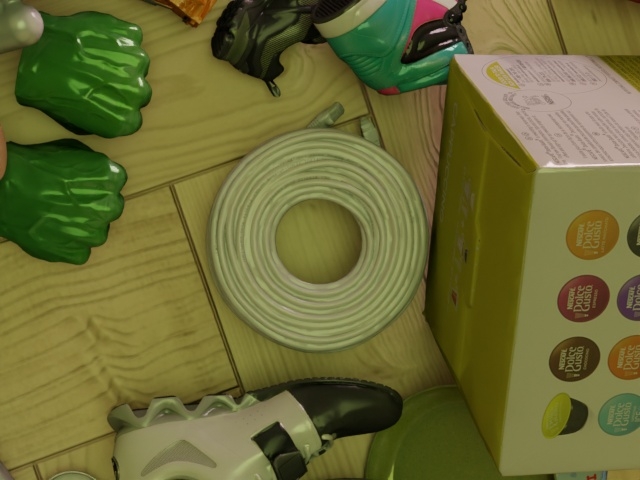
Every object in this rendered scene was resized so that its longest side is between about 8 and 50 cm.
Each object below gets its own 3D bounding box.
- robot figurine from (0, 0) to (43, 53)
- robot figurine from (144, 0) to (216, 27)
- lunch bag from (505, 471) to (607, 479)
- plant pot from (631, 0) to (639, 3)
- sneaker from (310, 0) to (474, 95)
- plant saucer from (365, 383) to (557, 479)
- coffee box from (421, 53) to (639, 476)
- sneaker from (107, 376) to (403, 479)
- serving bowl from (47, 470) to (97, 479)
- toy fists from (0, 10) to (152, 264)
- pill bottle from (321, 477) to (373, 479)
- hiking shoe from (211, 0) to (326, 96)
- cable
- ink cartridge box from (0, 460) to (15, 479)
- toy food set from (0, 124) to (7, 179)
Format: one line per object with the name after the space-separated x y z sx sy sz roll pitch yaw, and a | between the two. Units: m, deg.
-0.365 -0.330 1.405 0.353 0.200 0.300 -11 100 35 | robot figurine
-0.211 -0.378 1.549 0.291 0.085 0.211 38 85 -10 | robot figurine
0.259 0.309 1.655 0.128 0.096 0.151 11 80 -11 | lunch bag
0.457 -0.367 1.595 0.243 0.275 0.275 22 88 -20 | plant pot
0.136 -0.265 1.601 0.295 0.124 0.178 -44 117 -24 | sneaker
0.165 0.283 1.610 0.241 0.037 0.241 0 91 31 | plant saucer
0.313 0.011 1.481 0.334 0.338 0.338 -1 116 -10 | coffee box
-0.064 0.242 1.559 0.330 0.122 0.146 -9 61 -3 | sneaker
-0.281 0.300 1.589 0.083 0.027 0.083 0 92 -10 | serving bowl
-0.267 -0.112 1.545 0.142 0.096 0.279 14 90 3 | toy fists
0.023 0.489 1.551 0.229 0.229 0.408 -16 95 -9 | pill bottle
-0.026 -0.279 1.598 0.114 0.086 0.227 35 91 -24 | hiking shoe
0.000 0.000 1.590 0.257 0.089 0.257 -32 93 -6 | cable
-0.477 0.200 1.506 0.165 0.065 0.333 -33 109 -7 | ink cartridge box
-0.348 -0.094 1.461 0.020 0.082 0.083 -5 73 9 | toy food set
